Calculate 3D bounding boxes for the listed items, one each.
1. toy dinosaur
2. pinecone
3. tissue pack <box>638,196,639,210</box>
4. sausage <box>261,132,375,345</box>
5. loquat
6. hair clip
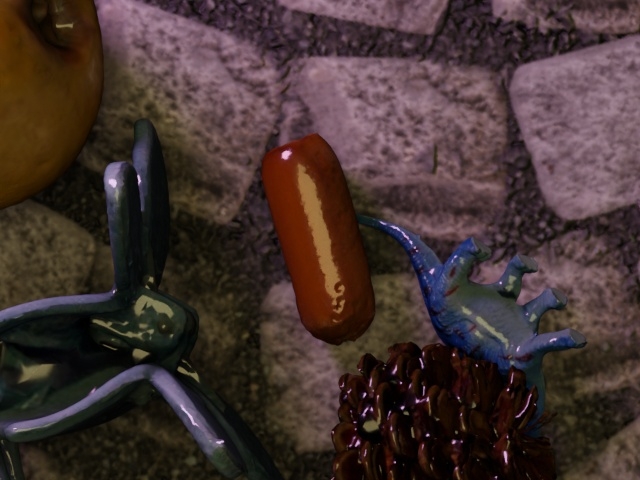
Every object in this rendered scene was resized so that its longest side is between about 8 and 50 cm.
[{"bbox_3d":[0.161,0.070,1.716,0.144,0.076,0.329,-38,87,30],"label":"toy dinosaur"},{"bbox_3d":[0.109,0.195,1.629,0.221,0.221,0.221,0,86,0],"label":"pinecone"},{"bbox_3d":[0.445,-0.012,1.701,0.257,0.123,0.215,-33,88,5],"label":"tissue pack"},{"bbox_3d":[0.000,0.000,1.724,0.076,0.076,0.197,-15,86,-1],"label":"sausage"},{"bbox_3d":[-0.327,-0.151,1.655,0.275,0.275,0.274,0,86,0],"label":"loquat"},{"bbox_3d":[-0.203,0.105,1.603,0.238,0.318,0.392,-20,88,1],"label":"hair clip"}]
